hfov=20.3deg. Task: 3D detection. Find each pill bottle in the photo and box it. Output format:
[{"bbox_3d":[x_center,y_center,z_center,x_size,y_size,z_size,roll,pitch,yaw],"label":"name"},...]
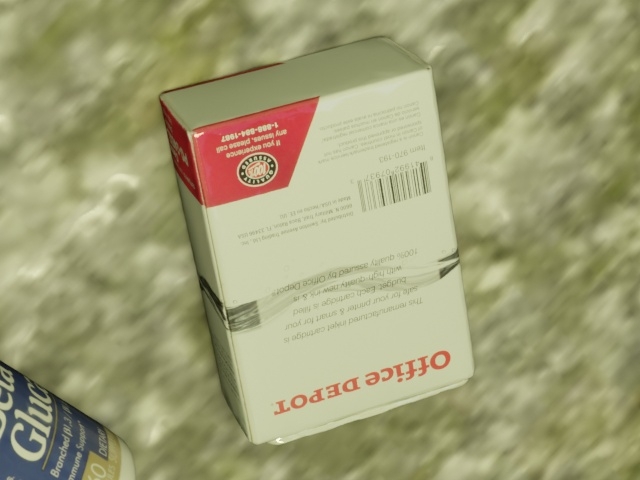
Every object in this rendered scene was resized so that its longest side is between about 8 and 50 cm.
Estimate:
[{"bbox_3d":[-0.168,0.083,0.736,0.169,0.094,0.094,36,94,-27],"label":"pill bottle"}]

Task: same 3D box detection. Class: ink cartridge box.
[{"bbox_3d":[0.000,0.000,0.783,0.109,0.063,0.150,-16,114,-14],"label":"ink cartridge box"}]
